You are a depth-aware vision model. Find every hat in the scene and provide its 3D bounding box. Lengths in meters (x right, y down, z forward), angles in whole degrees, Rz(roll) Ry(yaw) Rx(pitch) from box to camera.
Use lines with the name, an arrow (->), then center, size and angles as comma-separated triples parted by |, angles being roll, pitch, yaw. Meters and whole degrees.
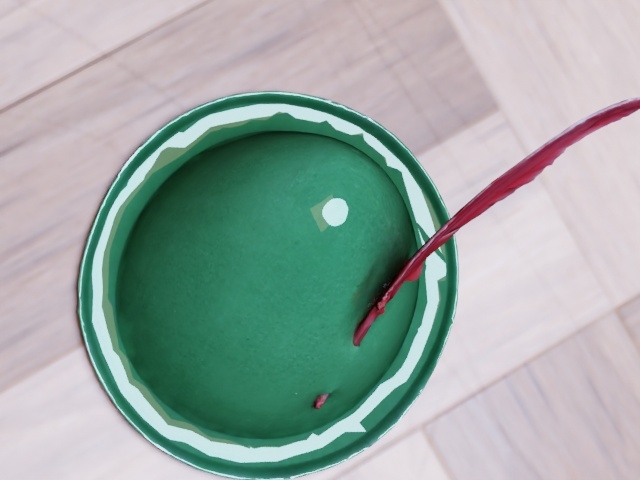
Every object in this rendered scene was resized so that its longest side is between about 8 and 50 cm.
hat -> 0.000, 0.000, 0.792 | 0.173, 0.183, 0.208 | 32, 79, -6
